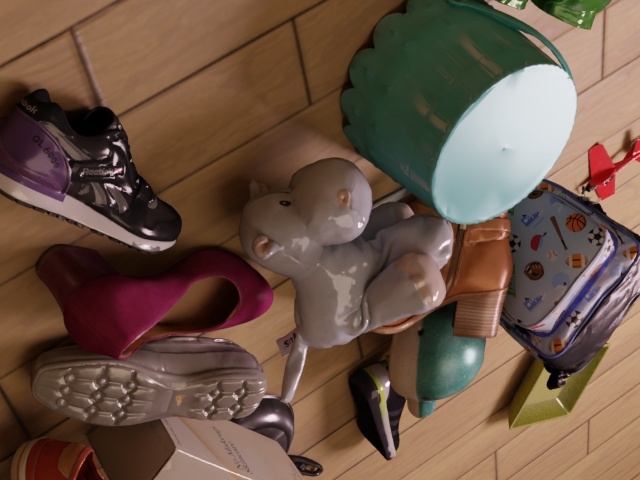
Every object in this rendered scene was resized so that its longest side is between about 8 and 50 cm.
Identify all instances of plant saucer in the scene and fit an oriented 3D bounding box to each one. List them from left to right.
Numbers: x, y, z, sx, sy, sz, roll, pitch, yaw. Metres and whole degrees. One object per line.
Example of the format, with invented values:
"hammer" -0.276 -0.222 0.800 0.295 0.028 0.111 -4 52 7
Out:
"plant saucer" 0.446 0.267 2.464 0.188 0.045 0.188 -5 129 -42

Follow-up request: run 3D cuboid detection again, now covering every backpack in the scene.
"backpack" 0.337 0.037 1.949 0.276 0.263 0.213 -49 139 0

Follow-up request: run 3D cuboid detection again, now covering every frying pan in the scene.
"frying pan" -0.102 0.360 2.033 0.197 0.053 0.326 -35 140 -11

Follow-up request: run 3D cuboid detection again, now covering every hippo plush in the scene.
"hippo plush" 0.000 0.000 1.660 0.294 0.234 0.236 -32 119 16

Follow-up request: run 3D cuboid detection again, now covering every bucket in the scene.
"bucket" 0.184 -0.168 1.660 0.281 0.183 0.281 -26 140 -24

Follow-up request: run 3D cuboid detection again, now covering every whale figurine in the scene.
"whale figurine" 0.192 0.174 2.013 0.272 0.141 0.216 56 41 -68

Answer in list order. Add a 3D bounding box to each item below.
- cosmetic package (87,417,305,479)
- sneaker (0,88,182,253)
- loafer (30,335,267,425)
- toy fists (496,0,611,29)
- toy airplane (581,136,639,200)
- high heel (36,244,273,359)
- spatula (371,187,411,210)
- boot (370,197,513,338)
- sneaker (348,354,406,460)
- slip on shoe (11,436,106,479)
"cosmetic package" -0.158 0.326 1.806 0.113 0.160 0.309 -50 135 7
"sneaker" -0.234 -0.076 1.423 0.283 0.107 0.124 24 102 -52
"loafer" -0.225 0.172 1.673 0.320 0.111 0.112 8 121 -32
"toy fists" 0.312 -0.362 1.667 0.279 0.096 0.142 4 122 -44
"toy airplane" 0.491 -0.122 2.135 0.151 0.028 0.151 -25 139 -24
"high heel" -0.165 0.101 1.592 0.377 0.181 0.127 5 122 -46
"spatula" 0.097 -0.014 1.871 0.242 0.019 0.168 -27 140 -22
"boot" 0.133 0.020 1.825 0.284 0.109 0.220 5 100 2
"sneaker" 0.116 0.276 2.123 0.097 0.084 0.234 -33 143 -17
"slip on shoe" -0.290 0.394 1.652 0.123 0.101 0.331 -60 138 -56
